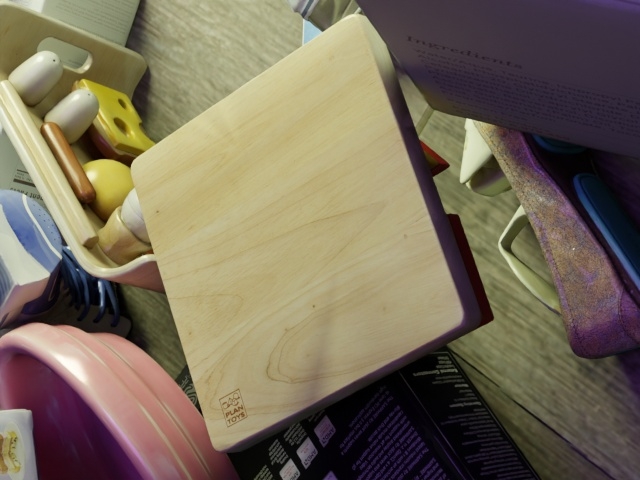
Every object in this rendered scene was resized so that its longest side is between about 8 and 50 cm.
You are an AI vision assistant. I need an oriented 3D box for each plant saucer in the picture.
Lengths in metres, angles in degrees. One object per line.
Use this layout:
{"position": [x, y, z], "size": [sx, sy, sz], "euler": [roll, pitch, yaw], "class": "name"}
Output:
{"position": [-0.154, 0.205, 1.656], "size": [0.084, 0.332, 0.332], "euler": [-32, 55, -25], "class": "plant saucer"}

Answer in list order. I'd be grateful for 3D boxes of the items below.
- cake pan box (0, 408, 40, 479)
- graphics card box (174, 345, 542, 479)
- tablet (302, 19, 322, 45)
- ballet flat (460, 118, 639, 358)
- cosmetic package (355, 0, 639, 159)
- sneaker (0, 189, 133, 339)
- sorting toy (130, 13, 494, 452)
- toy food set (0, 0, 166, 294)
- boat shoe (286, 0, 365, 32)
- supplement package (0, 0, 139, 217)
{"position": [-0.294, 0.302, 1.714], "size": [0.246, 0.070, 0.267], "euler": [142, 121, -64], "class": "cake pan box"}
{"position": [0.038, 0.193, 1.606], "size": [0.371, 0.094, 0.233], "euler": [54, 126, 27], "class": "graphics card box"}
{"position": [0.008, -0.217, 1.778], "size": [0.054, 0.006, 0.083], "euler": [-4, 80, 32], "class": "tablet"}
{"position": [0.174, -0.043, 1.586], "size": [0.106, 0.107, 0.316], "euler": [-38, 62, 30], "class": "ballet flat"}
{"position": [0.228, -0.257, 1.352], "size": [0.327, 0.393, 0.329], "euler": [15, 82, 18], "class": "cosmetic package"}
{"position": [-0.257, 0.038, 1.779], "size": [0.127, 0.182, 0.315], "euler": [63, 151, 16], "class": "sneaker"}
{"position": [0.000, 0.000, 1.521], "size": [0.257, 0.089, 0.256], "euler": [-31, 69, 33], "class": "sorting toy"}
{"position": [-0.161, -0.072, 1.733], "size": [0.092, 0.219, 0.306], "euler": [-41, 62, 19], "class": "toy food set"}
{"position": [0.073, -0.273, 1.650], "size": [0.094, 0.109, 0.302], "euler": [43, 141, 1], "class": "boat shoe"}
{"position": [-0.294, -0.160, 1.885], "size": [0.139, 0.134, 0.244], "euler": [20, 92, 33], "class": "supplement package"}
